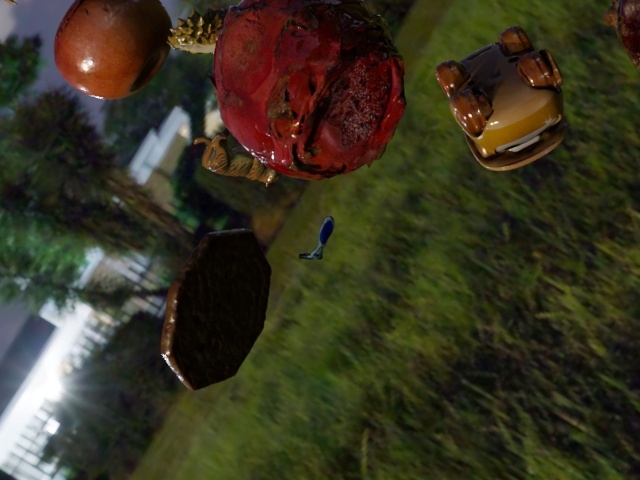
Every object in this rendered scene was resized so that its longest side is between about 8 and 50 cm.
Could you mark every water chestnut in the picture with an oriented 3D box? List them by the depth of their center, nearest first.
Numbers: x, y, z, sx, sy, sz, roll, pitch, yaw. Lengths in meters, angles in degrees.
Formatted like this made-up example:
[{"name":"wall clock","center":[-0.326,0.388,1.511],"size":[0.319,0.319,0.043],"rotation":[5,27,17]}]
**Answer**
[{"name":"water chestnut","center":[0.600,-0.383,1.638],"size":[0.223,0.238,0.224],"rotation":[14,-90,-85]}]

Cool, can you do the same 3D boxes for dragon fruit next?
[{"name":"dragon fruit","center":[-0.017,-0.246,1.468],"size":[0.295,0.302,0.296],"rotation":[-19,-29,-12]}]

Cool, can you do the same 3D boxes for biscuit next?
[{"name":"biscuit","center":[-0.215,0.141,2.084],"size":[0.359,0.046,0.359],"rotation":[-35,-47,-50]}]

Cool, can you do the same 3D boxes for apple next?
[{"name":"apple","center":[-0.455,-0.435,2.199],"size":[0.272,0.206,0.251],"rotation":[-46,-17,-48]}]

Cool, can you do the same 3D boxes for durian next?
[{"name":"durian","center":[-0.180,-0.364,1.695],"size":[0.224,0.140,0.078],"rotation":[7,91,62]}]

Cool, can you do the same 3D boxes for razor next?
[{"name":"razor","center":[0.000,0.004,1.722],"size":[0.154,0.044,0.028],"rotation":[117,152,-59]}]

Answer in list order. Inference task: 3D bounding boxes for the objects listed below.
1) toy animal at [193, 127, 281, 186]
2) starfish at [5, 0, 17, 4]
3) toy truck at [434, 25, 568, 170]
[{"name":"toy animal","center":[-0.144,-0.152,1.812],"size":[0.241,0.057,0.099],"rotation":[4,-49,-46]},{"name":"starfish","center":[-0.789,-0.681,2.283],"size":[0.299,0.302,0.060],"rotation":[-8,39,54]},{"name":"toy truck","center":[0.353,-0.273,1.904],"size":[0.204,0.212,0.288],"rotation":[-28,37,6]}]
